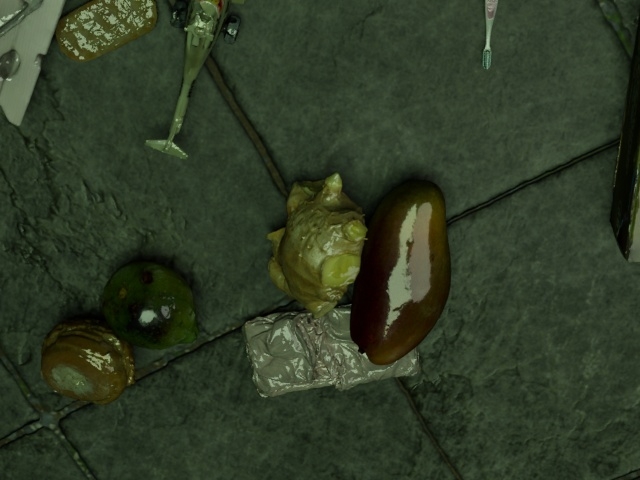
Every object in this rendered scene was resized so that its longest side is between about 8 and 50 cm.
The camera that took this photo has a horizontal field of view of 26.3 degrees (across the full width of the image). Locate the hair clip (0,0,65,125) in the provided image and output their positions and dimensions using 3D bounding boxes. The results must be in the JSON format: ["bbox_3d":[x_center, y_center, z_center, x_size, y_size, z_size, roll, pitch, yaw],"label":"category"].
[{"bbox_3d":[-0.379,-0.305,1.764,0.101,0.085,0.331,15,117,-19],"label":"hair clip"}]

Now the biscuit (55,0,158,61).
[{"bbox_3d":[-0.284,-0.288,1.817,0.147,0.018,0.071,-24,109,11],"label":"biscuit"}]

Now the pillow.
[{"bbox_3d":[0.015,0.158,1.986,0.248,0.049,0.135,-9,109,3],"label":"pillow"}]

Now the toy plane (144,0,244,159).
[{"bbox_3d":[-0.164,-0.243,1.794,0.092,0.108,0.286,17,126,-7],"label":"toy plane"}]

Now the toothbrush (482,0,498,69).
[{"bbox_3d":[0.223,-0.323,1.783,0.017,0.022,0.204,1,111,-1],"label":"toothbrush"}]

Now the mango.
[{"bbox_3d":[0.116,0.044,1.894,0.133,0.111,0.268,13,102,5],"label":"mango"}]

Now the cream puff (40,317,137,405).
[{"bbox_3d":[-0.332,0.167,1.970,0.144,0.103,0.126,6,130,17],"label":"cream puff"}]

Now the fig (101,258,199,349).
[{"bbox_3d":[-0.228,0.098,1.950,0.123,0.123,0.156,-39,145,17],"label":"fig"}]

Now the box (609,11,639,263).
[{"bbox_3d":[0.591,-0.168,1.774,0.373,0.138,0.420,3,113,1],"label":"box"}]

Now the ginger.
[{"bbox_3d":[0.000,0.000,1.872,0.102,0.157,0.216,-3,125,-34],"label":"ginger"}]
